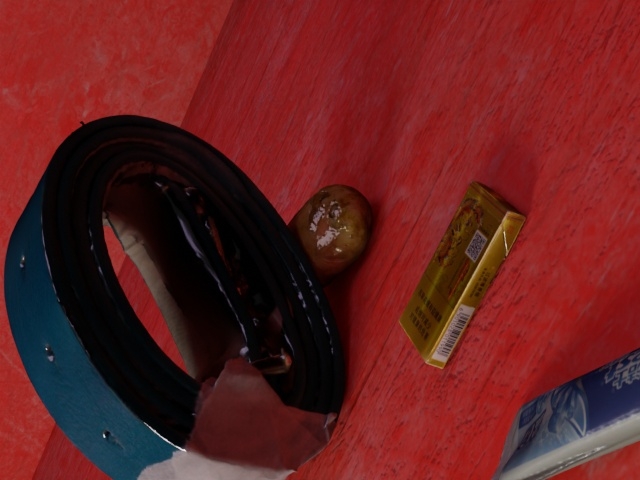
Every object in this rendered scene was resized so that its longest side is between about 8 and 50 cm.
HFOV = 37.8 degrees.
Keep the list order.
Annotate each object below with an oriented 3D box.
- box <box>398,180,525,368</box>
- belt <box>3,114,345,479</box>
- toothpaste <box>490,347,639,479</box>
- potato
[{"bbox_3d":[0.125,0.029,0.844,0.156,0.022,0.089,-64,22,13],"label":"box"},{"bbox_3d":[-0.161,0.079,1.015,0.436,0.300,0.173,57,138,16],"label":"belt"},{"bbox_3d":[0.192,0.098,0.584,0.268,0.047,0.069,133,138,-53],"label":"toothpaste"},{"bbox_3d":[0.000,0.000,1.107,0.170,0.080,0.107,-46,26,50],"label":"potato"}]
